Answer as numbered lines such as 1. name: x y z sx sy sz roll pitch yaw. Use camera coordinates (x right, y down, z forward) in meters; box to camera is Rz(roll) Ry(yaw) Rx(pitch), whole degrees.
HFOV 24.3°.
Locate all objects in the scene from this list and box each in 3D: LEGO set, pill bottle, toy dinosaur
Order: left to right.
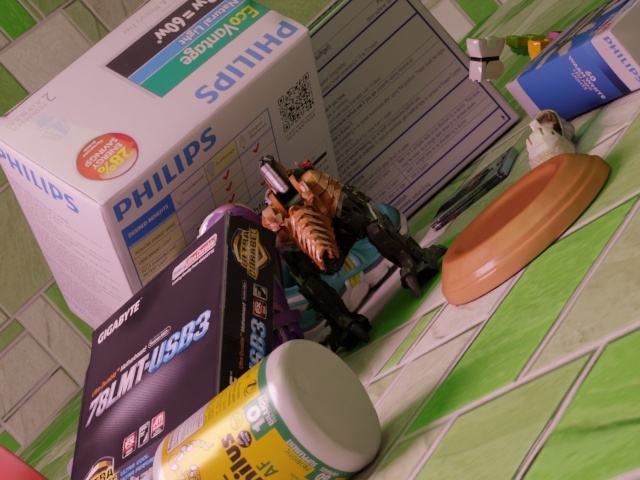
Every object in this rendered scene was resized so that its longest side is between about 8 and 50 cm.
1. pill bottle: -0.061 0.182 1.204 0.208 0.117 0.117 -39 7 25
2. toy dinosaur: 0.000 0.000 1.601 0.164 0.218 0.322 -38 7 26
3. LEGO set: 0.285 -0.214 1.897 0.087 0.093 0.227 14 17 42

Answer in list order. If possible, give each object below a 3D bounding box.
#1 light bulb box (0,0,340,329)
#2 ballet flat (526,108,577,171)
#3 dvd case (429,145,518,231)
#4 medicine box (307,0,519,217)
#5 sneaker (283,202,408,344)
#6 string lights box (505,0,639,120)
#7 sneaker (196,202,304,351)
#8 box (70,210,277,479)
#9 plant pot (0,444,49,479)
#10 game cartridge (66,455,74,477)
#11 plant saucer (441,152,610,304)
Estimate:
1. light bulb box: -0.178 -0.081 1.882 0.358 0.225 0.361 -43 -35 -24
2. ballet flat: 0.238 -0.101 1.571 0.057 0.052 0.168 -40 7 17
3. dvd case: 0.188 -0.063 1.814 0.119 0.013 0.087 -38 7 28
4. medicine box: 0.085 -0.197 2.084 0.263 0.289 0.149 -41 6 8
5. sneaker: 0.016 0.029 1.808 0.107 0.110 0.275 -35 9 47
6. string lights box: 0.328 -0.216 1.680 0.133 0.077 0.259 -43 6 -18
7. sneaker: -0.065 0.075 1.622 0.095 0.236 0.104 -18 15 -20
8. box: -0.155 0.163 1.519 0.295 0.073 0.293 -37 40 41
9. plant pot: -0.423 0.364 1.674 0.243 0.275 0.275 -55 11 -25
10. game cartridge: -0.253 0.251 2.255 0.294 0.060 0.196 -37 4 40
11. plant saucer: 0.186 -0.018 1.406 0.200 0.037 0.200 -42 7 6
